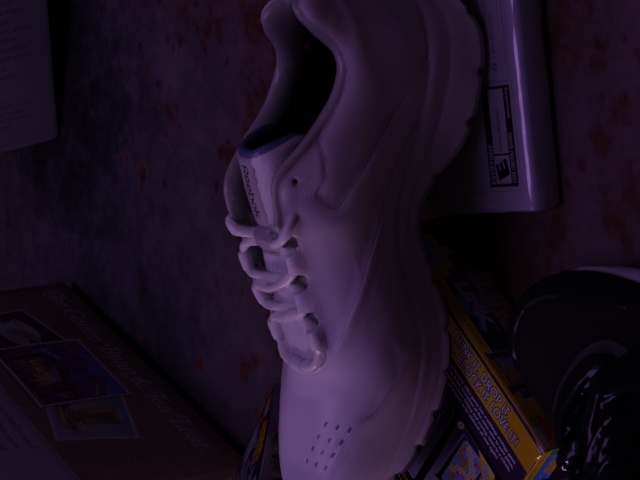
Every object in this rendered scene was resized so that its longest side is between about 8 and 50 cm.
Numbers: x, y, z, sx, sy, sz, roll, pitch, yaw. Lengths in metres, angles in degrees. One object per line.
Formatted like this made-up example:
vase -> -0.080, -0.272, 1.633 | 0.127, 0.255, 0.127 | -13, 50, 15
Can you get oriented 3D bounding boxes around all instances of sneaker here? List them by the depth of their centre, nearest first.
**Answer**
sneaker -> 0.155, 0.105, 0.752 | 0.283, 0.124, 0.107 | 46, 132, 43
sneaker -> 0.000, 0.000, 0.888 | 0.111, 0.129, 0.297 | 6, 93, 47

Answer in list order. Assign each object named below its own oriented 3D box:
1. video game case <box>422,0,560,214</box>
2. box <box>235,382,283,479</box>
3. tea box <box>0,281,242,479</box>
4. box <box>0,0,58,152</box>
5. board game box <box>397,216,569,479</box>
video game case -> 0.059, -0.120, 0.951 | 0.193, 0.023, 0.212 | -1, 97, 57
box -> -0.041, 0.174, 1.094 | 0.137, 0.027, 0.094 | -81, 12, -50
tea box -> -0.241, 0.249, 1.307 | 0.329, 0.220, 0.323 | 35, 124, 49
box -> -0.346, -0.258, 1.368 | 0.215, 0.168, 0.345 | 37, 135, 47
board game box -> 0.073, 0.095, 0.949 | 0.170, 0.048, 0.141 | 58, 138, 33
